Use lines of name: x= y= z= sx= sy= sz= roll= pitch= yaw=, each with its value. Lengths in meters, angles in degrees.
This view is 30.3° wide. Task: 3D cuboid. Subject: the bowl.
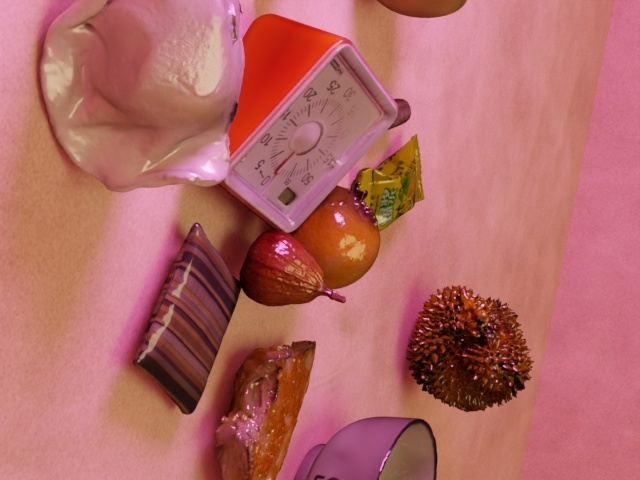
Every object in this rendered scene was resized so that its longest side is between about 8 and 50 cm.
bowl: x=0.062 y=0.471 z=2.120 sx=0.354 sy=0.185 sz=0.354 roll=-39 pitch=135 yaw=-54

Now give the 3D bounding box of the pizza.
pizza: x=-0.096 y=0.273 z=1.811 sx=0.223 sy=0.089 sz=0.323 roll=65 pitch=41 yaw=-61

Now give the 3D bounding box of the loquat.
loquat: x=0.000 y=0.000 z=1.820 sx=0.149 sy=0.204 sz=0.172 roll=52 pitch=9 yaw=-45

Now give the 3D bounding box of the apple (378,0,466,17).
apple: x=0.161 y=-0.454 z=1.928 sx=0.200 sy=0.200 sz=0.200 roll=-39 pitch=135 yaw=-54

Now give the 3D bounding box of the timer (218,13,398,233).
timer: x=-0.044 y=-0.153 z=1.657 sx=0.250 sy=0.161 sz=0.257 roll=-61 pitch=153 yaw=-6

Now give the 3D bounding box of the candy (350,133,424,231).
candy: x=0.133 y=-0.097 z=2.158 sx=0.246 sy=0.069 sz=0.149 roll=-40 pitch=139 yaw=-52

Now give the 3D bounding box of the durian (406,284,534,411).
durian: x=0.308 y=0.222 z=2.476 sx=0.293 sy=0.258 sz=0.258 roll=43 pitch=60 yaw=-38

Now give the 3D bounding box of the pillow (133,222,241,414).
pillow: x=-0.176 y=0.109 z=1.606 sx=0.208 sy=0.052 sz=0.212 roll=62 pitch=46 yaw=-59

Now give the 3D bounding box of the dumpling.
dumpling: x=-0.202 y=-0.212 z=1.331 sx=0.242 sy=0.187 sz=0.318 roll=-13 pitch=110 yaw=-20

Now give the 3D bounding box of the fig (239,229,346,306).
fig: x=-0.044 y=0.038 z=1.698 sx=0.119 sy=0.153 sz=0.119 roll=-2 pitch=90 yaw=-70

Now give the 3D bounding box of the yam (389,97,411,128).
yam: x=0.116 y=-0.221 z=2.084 sx=0.132 sy=0.054 sz=0.054 roll=-25 pitch=123 yaw=-61
